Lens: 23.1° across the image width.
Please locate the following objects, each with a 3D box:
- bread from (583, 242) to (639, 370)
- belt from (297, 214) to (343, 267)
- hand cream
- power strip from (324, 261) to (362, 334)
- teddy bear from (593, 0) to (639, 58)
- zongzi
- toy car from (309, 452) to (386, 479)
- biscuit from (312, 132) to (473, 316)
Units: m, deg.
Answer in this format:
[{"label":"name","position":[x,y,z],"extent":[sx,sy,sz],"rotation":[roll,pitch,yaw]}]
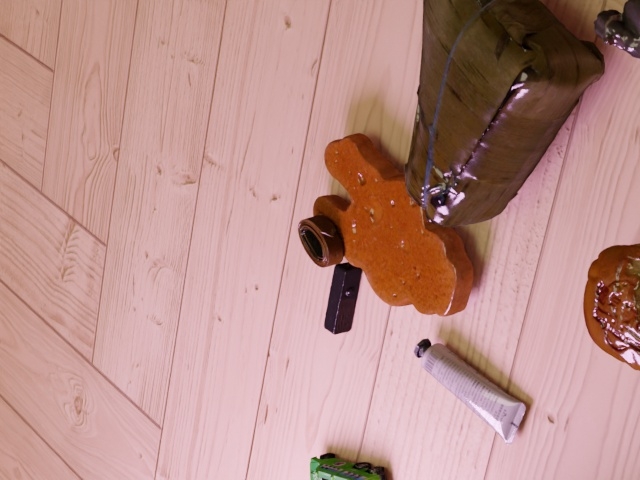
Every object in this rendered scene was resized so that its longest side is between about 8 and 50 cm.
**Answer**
[{"label":"bread","position":[0.374,0.081,1.862],"extent":[0.125,0.086,0.156],"rotation":[-22,79,53]},{"label":"belt","position":[0.000,0.000,2.297],"extent":[0.083,0.036,0.059],"rotation":[57,142,25]},{"label":"hand cream","position":[0.204,0.199,2.144],"extent":[0.194,0.042,0.067],"rotation":[39,118,34]},{"label":"power strip","position":[0.034,0.086,2.333],"extent":[0.029,0.038,0.111],"rotation":[32,122,42]},{"label":"teddy bear","position":[0.438,-0.245,1.687],"extent":[0.251,0.144,0.171],"rotation":[33,101,42]},{"label":"zongzi","position":[0.165,-0.228,2.002],"extent":[0.360,0.160,0.323],"rotation":[57,135,27]},{"label":"toy car","position":[0.035,0.371,2.369],"extent":[0.165,0.062,0.071],"rotation":[7,104,51]},{"label":"biscuit","position":[0.104,-0.012,2.213],"extent":[0.334,0.047,0.202],"rotation":[42,133,42]}]
